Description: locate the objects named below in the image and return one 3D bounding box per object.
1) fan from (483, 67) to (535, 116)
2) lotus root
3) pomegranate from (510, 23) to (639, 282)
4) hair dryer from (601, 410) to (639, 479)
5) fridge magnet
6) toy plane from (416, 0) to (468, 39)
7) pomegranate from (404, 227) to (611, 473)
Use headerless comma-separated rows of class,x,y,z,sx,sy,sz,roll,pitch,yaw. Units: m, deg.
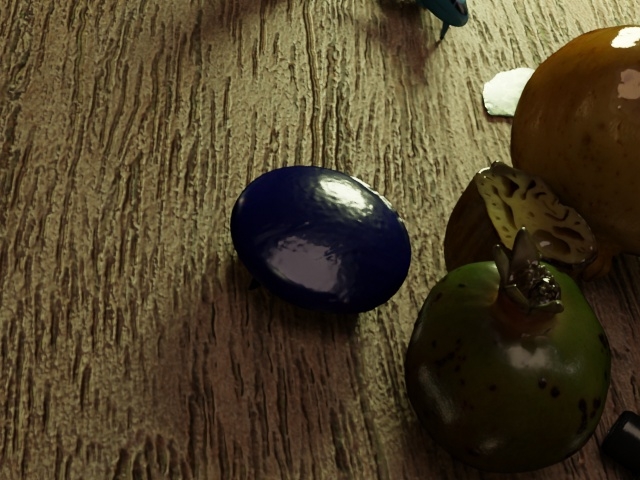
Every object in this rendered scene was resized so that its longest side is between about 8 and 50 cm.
fan,0.380,-0.266,2.094,0.240,0.009,0.131,-16,58,-32
lotus root,0.279,0.016,1.695,0.199,0.180,0.188,11,44,-21
pomegranate,0.479,-0.127,1.797,0.410,0.410,0.410,11,47,-12
hair dryer,0.416,0.340,1.546,0.124,0.071,0.219,32,55,10
fridge magnet,0.000,0.000,1.640,0.265,0.112,0.265,11,48,-13
toy plane,0.197,-0.477,2.143,0.254,0.105,0.271,-9,56,-27
pomegranate,0.260,0.131,1.487,0.291,0.323,0.291,18,32,-11
